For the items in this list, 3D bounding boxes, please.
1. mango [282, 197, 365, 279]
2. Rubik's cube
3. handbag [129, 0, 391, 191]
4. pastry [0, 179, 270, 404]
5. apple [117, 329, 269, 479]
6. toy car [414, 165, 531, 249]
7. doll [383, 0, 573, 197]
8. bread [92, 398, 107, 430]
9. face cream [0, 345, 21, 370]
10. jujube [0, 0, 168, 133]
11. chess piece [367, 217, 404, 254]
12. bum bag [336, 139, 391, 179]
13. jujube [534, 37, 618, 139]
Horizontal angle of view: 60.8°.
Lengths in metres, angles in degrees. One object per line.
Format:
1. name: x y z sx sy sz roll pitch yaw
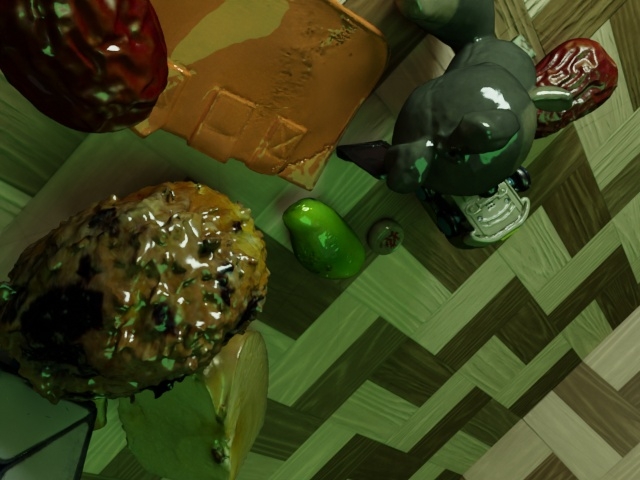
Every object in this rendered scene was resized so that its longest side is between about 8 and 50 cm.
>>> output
1. mango: 0.000 0.000 1.071 0.125 0.111 0.233 -49 133 2
2. Rubik's cube: -0.551 0.352 0.773 0.310 0.305 0.307 -17 138 21
3. handbag: -0.113 -0.261 0.808 0.410 0.116 0.303 18 114 -39
4. pastry: -0.251 0.072 0.788 0.405 0.337 0.293 -25 98 -19
5. apple: -0.224 0.313 1.067 0.314 0.252 0.309 -13 116 -26
6. toy car: 0.286 -0.096 1.123 0.204 0.248 0.198 -32 172 -12
7. doll: 0.196 -0.245 0.866 0.252 0.379 0.382 -36 -175 41
8. bread: -0.448 0.315 1.057 0.074 0.053 0.132 -3 124 -26
9. face cream: -0.464 0.200 0.925 0.264 0.083 0.149 19 135 -34
10. jujube: -0.255 -0.224 0.556 0.174 0.174 0.250 -32 152 -8
11. chess piece: 0.144 -0.008 1.207 0.083 0.038 0.084 -18 130 -23
12. bum bag: 0.108 -0.146 0.997 0.109 0.159 0.026 -11 123 -24
13. jujube: 0.494 -0.312 1.135 0.230 0.155 0.155 -35 135 6
